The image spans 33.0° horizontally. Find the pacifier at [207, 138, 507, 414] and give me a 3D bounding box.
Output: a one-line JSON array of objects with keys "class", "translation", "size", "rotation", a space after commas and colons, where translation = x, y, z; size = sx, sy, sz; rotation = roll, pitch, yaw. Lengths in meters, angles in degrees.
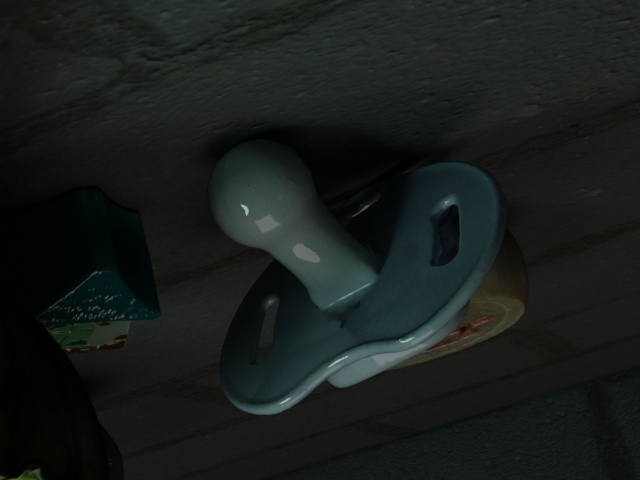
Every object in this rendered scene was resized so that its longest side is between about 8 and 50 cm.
[{"class": "pacifier", "translation": [0.000, 0.000, 0.894], "size": [0.299, 0.244, 0.233], "rotation": [-29, 126, 26]}]

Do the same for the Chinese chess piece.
[{"class": "Chinese chess piece", "translation": [0.094, 0.059, 1.195], "size": [0.269, 0.112, 0.270], "rotation": [-13, 160, -5]}]

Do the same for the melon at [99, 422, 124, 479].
[{"class": "melon", "translation": [-0.403, 0.343, 1.400], "size": [0.330, 0.269, 0.268], "rotation": [-28, 159, 12]}]

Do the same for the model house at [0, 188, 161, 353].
[{"class": "model house", "translation": [-0.207, 0.029, 0.906], "size": [0.127, 0.101, 0.149], "rotation": [-3, 157, -31]}]

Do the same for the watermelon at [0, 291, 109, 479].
[{"class": "watermelon", "translation": [-0.300, 0.103, 0.759], "size": [0.330, 0.190, 0.331], "rotation": [0, 165, 0]}]
